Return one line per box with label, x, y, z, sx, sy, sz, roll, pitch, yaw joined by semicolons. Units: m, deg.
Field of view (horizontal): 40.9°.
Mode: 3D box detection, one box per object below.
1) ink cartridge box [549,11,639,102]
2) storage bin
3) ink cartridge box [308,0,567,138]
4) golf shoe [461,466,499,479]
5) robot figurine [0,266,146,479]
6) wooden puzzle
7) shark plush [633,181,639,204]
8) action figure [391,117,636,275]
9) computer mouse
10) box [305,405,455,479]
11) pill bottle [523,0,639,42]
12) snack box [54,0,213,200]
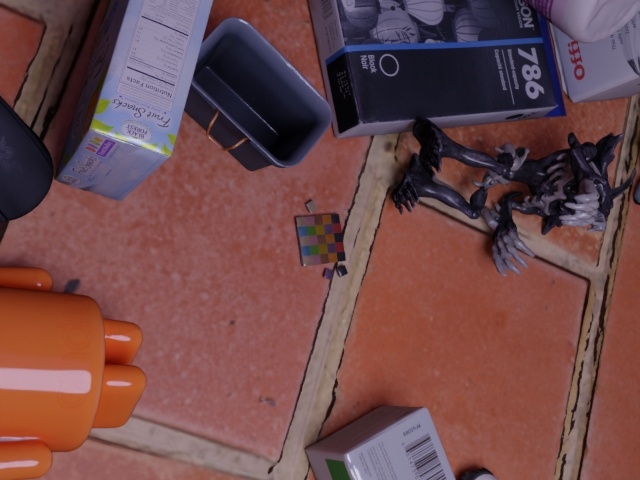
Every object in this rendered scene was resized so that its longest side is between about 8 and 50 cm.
ink cartridge box;0.394;-0.290;0.969;0.114;0.272;0.197;-8;85;-31
storage bin;-0.074;-0.121;0.804;0.135;0.091;0.098;42;66;-14
ink cartridge box;0.155;-0.211;0.952;0.332;0.065;0.166;-10;85;-29
golf shoe;0.197;0.328;0.865;0.077;0.094;0.198;-14;86;-27
robot figurine;-0.250;0.097;0.661;0.219;0.128;0.158;7;85;-26
wooden puzzle;0.000;0.000;0.869;0.049;0.006;0.083;-6;84;-27
shark plush;0.441;-0.109;1.061;0.073;0.067;0.161;0;95;-29
action figure;0.220;-0.043;0.906;0.275;0.164;0.141;8;52;-17
computer mouse;-0.351;-0.095;0.678;0.262;0.060;0.184;47;64;-12
box;0.060;0.223;0.816;0.101;0.087;0.101;-22;92;-27
pill bottle;0.221;-0.359;0.901;0.169;0.169;0.301;-30;65;-27
snack box;-0.153;-0.153;0.723;0.070;0.174;0.207;17;74;-22
